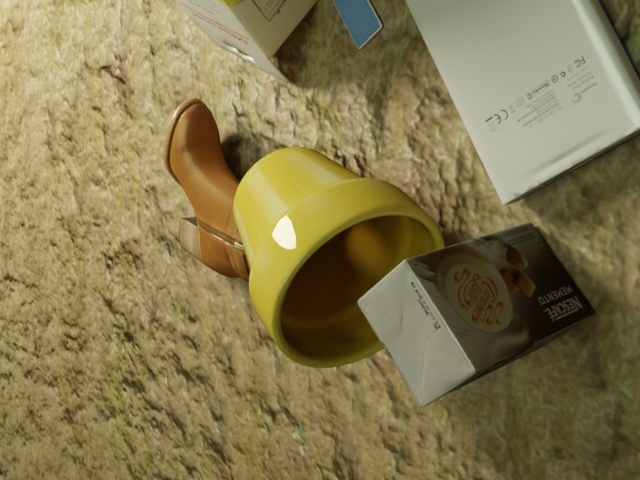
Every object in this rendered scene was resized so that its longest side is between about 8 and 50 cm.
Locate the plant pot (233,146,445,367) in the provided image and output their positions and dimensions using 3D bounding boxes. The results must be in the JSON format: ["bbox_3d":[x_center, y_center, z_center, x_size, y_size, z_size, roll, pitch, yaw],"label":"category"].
[{"bbox_3d":[0.000,0.000,1.195,0.239,0.254,0.254,51,131,42],"label":"plant pot"}]

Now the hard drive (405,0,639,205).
[{"bbox_3d":[0.232,-0.229,1.040,0.210,0.040,0.319,-33,77,43],"label":"hard drive"}]

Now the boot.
[{"bbox_3d":[-0.143,-0.070,1.395,0.220,0.109,0.283,22,116,41],"label":"boot"}]

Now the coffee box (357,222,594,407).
[{"bbox_3d":[0.182,0.078,1.015,0.098,0.246,0.141,-46,67,42],"label":"coffee box"}]

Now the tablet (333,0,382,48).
[{"bbox_3d":[0.051,-0.313,1.222,0.054,0.006,0.083,-38,72,43],"label":"tablet"}]

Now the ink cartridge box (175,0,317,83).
[{"bbox_3d":[-0.145,-0.389,1.239,0.207,0.353,0.119,34,83,34],"label":"ink cartridge box"}]
